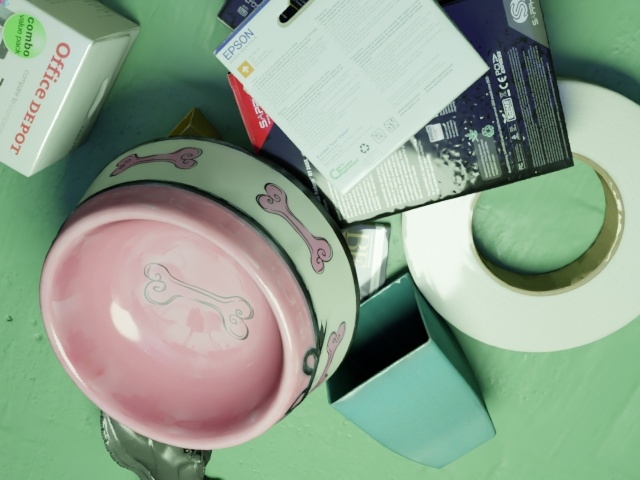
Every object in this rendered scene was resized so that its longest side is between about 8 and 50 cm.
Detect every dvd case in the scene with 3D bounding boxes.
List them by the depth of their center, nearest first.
[{"bbox_3d":[-0.013,0.046,1.146,0.221,0.018,0.165,5,109,2],"label":"dvd case"}]

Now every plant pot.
[{"bbox_3d":[-0.172,-0.120,1.074,0.083,0.081,0.081,40,107,-22],"label":"plant pot"},{"bbox_3d":[0.140,0.208,1.112,0.165,0.166,0.234,-36,116,15],"label":"plant pot"}]

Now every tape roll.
[{"bbox_3d":[0.305,-0.031,1.068,0.391,0.072,0.392,1,108,4],"label":"tape roll"}]

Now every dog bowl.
[{"bbox_3d":[-0.165,0.084,0.967,0.407,0.150,0.408,8,117,15],"label":"dog bowl"}]

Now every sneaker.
[{"bbox_3d":[-0.247,0.331,1.227,0.130,0.109,0.286,-23,115,5],"label":"sneaker"}]

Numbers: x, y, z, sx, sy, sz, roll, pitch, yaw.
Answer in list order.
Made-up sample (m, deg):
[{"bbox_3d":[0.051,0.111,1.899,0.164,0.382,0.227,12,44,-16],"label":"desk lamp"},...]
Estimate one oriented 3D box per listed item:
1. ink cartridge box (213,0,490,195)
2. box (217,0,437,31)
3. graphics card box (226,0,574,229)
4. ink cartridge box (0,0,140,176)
[{"bbox_3d":[0.033,-0.203,0.869,0.223,0.045,0.224,-40,98,15],"label":"ink cartridge box"},{"bbox_3d":[0.068,-0.295,0.994,0.322,0.079,0.257,36,106,-8],"label":"box"},{"bbox_3d":[0.100,-0.157,0.950,0.370,0.094,0.233,-16,107,11],"label":"graphics card box"},{"bbox_3d":[-0.411,-0.249,0.982,0.270,0.197,0.198,30,109,-6],"label":"ink cartridge box"}]
